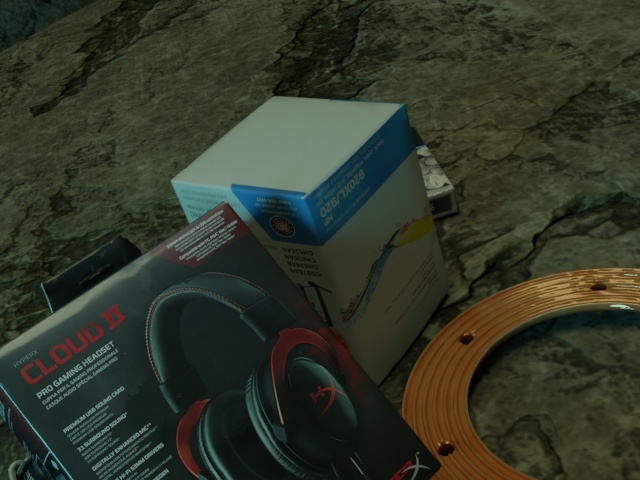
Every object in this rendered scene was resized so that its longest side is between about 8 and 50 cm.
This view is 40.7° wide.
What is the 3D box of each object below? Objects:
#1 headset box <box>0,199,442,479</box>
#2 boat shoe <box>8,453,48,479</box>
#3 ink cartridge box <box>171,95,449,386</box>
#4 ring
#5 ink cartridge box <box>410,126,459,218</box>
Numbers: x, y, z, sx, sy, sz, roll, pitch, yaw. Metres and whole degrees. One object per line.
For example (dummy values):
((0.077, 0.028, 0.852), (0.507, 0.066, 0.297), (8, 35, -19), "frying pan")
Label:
((-0.092, 0.129, 0.645), (0.218, 0.293, 0.110), (-35, -7, -28), "headset box")
((-0.214, 0.220, 0.723), (0.335, 0.119, 0.121), (-32, 33, -23), "boat shoe")
((0.000, 0.000, 0.860), (0.171, 0.232, 0.168), (9, 42, 37), "ink cartridge box")
((0.234, 0.132, 0.722), (0.337, 0.032, 0.336), (-12, 31, 7), "ring")
((0.053, -0.067, 1.128), (0.208, 0.045, 0.206), (-19, 31, 1), "ink cartridge box")
